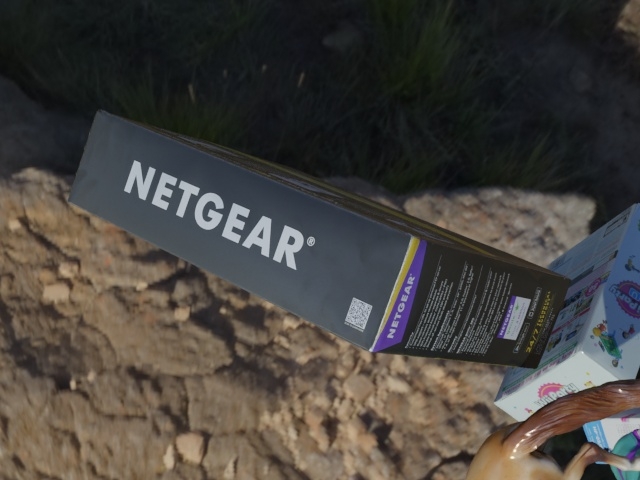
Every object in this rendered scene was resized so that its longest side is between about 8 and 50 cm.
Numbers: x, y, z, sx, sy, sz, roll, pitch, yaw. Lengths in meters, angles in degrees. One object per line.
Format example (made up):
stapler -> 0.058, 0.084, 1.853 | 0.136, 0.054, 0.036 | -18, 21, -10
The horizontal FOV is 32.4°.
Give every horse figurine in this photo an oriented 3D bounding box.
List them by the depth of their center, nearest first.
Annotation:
horse figurine -> 0.160, 0.201, 0.814 | 0.174, 0.263, 0.066 | -8, 34, -25

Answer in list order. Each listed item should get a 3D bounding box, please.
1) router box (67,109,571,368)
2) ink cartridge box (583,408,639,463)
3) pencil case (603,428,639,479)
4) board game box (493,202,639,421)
router box -> 0.000, 0.000, 0.842 | 0.309, 0.243, 0.081 | 24, 96, 37
ink cartridge box -> 0.402, 0.212, 1.260 | 0.104, 0.181, 0.062 | -19, 91, -29
pencil case -> 0.328, 0.238, 1.046 | 0.064, 0.152, 0.070 | -16, 113, -3
board game box -> 0.398, 0.117, 1.641 | 0.097, 0.224, 0.303 | 36, 54, -5
